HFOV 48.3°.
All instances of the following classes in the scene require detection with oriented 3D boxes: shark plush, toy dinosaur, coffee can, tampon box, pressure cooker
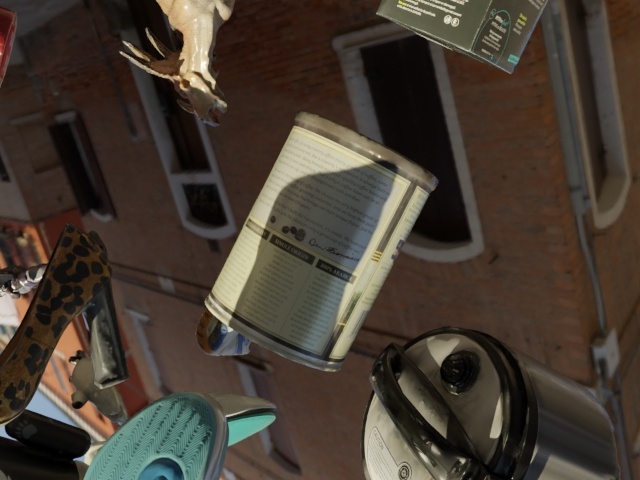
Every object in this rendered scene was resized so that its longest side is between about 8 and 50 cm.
[{"bbox_3d":[-0.320,0.202,0.996,0.161,0.067,0.073,17,-121,45],"label":"shark plush"},{"bbox_3d":[-0.166,-0.307,0.863,0.127,0.295,0.200,5,160,-27],"label":"toy dinosaur"},{"bbox_3d":[0.000,0.000,0.925,0.201,0.275,0.201,27,-177,-2],"label":"coffee can"},{"bbox_3d":[0.146,-0.249,0.633,0.101,0.161,0.120,32,-162,28],"label":"tampon box"},{"bbox_3d":[0.276,0.353,1.287,0.370,0.420,0.375,-18,-128,48],"label":"pressure cooker"}]

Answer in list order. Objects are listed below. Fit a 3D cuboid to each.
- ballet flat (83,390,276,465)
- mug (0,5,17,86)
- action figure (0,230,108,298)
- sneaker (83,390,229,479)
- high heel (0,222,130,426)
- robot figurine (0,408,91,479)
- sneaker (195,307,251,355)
[{"bbox_3d":[-0.281,0.375,1.429,0.400,0.139,0.139,-19,-165,-27],"label":"ballet flat"},{"bbox_3d":[-0.405,-0.226,0.722,0.169,0.113,0.150,16,153,-22],"label":"mug"},{"bbox_3d":[-0.598,0.074,1.520,0.285,0.099,0.185,-20,-178,18],"label":"action figure"},{"bbox_3d":[-0.162,0.310,0.758,0.127,0.319,0.208,30,177,30],"label":"sneaker"},{"bbox_3d":[-0.336,0.092,0.738,0.261,0.186,0.093,-15,-172,-38],"label":"high heel"},{"bbox_3d":[-0.384,0.322,0.844,0.209,0.278,0.173,-36,-139,29],"label":"robot figurine"},{"bbox_3d":[-0.142,0.116,1.499,0.131,0.296,0.112,18,-156,-44],"label":"sneaker"}]
